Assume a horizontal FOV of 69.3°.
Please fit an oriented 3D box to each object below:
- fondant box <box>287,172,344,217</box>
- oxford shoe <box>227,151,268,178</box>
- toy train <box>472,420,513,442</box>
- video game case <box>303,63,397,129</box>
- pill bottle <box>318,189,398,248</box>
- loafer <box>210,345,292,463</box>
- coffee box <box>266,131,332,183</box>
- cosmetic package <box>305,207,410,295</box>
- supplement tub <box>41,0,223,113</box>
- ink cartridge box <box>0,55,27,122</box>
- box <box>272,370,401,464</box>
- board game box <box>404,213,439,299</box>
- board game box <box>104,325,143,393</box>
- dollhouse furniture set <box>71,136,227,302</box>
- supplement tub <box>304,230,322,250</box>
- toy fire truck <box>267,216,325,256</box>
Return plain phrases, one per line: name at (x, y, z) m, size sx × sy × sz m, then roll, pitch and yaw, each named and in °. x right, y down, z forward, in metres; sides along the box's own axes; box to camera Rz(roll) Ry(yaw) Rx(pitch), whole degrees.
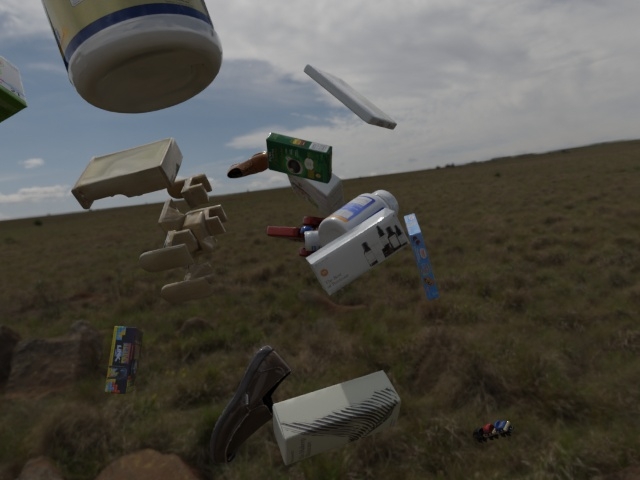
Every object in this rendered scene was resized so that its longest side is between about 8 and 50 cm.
fondant box at (-0.021, -0.232, 1.976) m, size 0.096 × 0.238 × 0.330 m, roll -49°, pitch -13°, yaw -10°
oxford shoe at (-0.275, -0.287, 1.828) m, size 0.212 × 0.076 × 0.076 m, roll -19°, pitch 22°, yaw 21°
toy train at (0.398, 0.443, 1.078) m, size 0.027 × 0.036 × 0.158 m, roll -45°, pitch -12°, yaw -29°
video game case at (0.084, -0.375, 1.227) m, size 0.227 × 0.026 × 0.206 m, roll 43°, pitch 23°, yaw 15°
pill bottle at (0.130, -0.056, 1.464) m, size 0.152 × 0.153 × 0.272 m, roll -1°, pitch 26°, yaw 45°
loafer at (-0.200, 0.498, 1.359) m, size 0.130 × 0.366 × 0.134 m, roll 25°, pitch -3°, yaw 15°
coffee box at (-0.059, -0.229, 1.286) m, size 0.184 × 0.113 × 0.041 m, roll 14°, pitch 52°, yaw 13°
cosmetic package at (0.092, 0.026, 1.130) m, size 0.239 × 0.099 × 0.060 m, roll -33°, pitch 18°, yaw -7°
supplement tub at (-0.302, -0.382, 0.701) m, size 0.228 × 0.317 × 0.228 m, roll -21°, pitch -3°, yaw -1°
ink cartridge box at (-0.800, -0.426, 1.055) m, size 0.096 × 0.255 × 0.189 m, roll -26°, pitch -21°, yaw 5°
box at (0.036, 0.393, 1.041) m, size 0.274 × 0.113 × 0.094 m, roll -13°, pitch 39°, yaw -18°
board game box at (0.297, 0.045, 1.372) m, size 0.039 × 0.212 × 0.160 m, roll -17°, pitch 20°, yaw 11°
board game box at (-0.449, 0.276, 1.070) m, size 0.048 × 0.141 × 0.170 m, roll 7°, pitch -15°, yaw -13°
dollhouse furniture set at (-0.480, -0.066, 1.363) m, size 0.256 × 0.394 × 0.362 m, roll -12°, pitch 40°, yaw 7°
supplement tub at (0.000, 0.000, 1.608) m, size 0.107 × 0.071 × 0.071 m, roll -4°, pitch 5°, yaw -2°
toy fire truck at (-0.032, -0.014, 1.845) m, size 0.302 × 0.170 × 0.253 m, roll 5°, pitch -2°, yaw 41°
